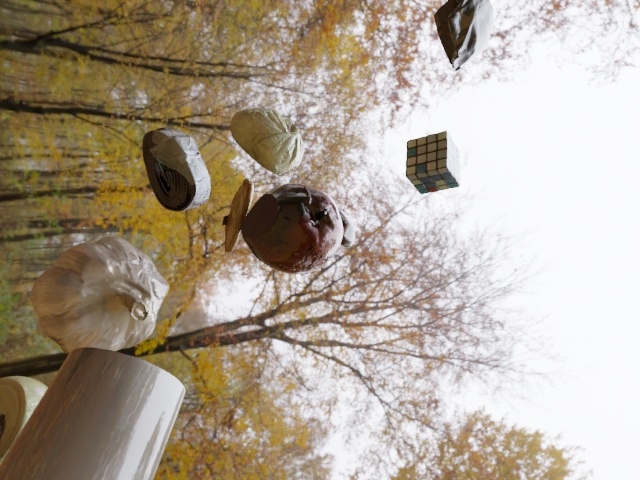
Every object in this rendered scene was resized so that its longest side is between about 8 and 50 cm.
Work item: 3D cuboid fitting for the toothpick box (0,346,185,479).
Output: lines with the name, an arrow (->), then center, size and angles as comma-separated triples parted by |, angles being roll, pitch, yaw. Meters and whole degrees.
toothpick box -> -0.188, 0.188, 0.328 | 0.111, 0.111, 0.181 | -43, -155, 46

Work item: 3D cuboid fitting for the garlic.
garlic -> -0.341, 0.097, 0.728 | 0.212, 0.218, 0.218 | -3, -90, 40

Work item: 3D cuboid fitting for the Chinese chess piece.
Chinese chess piece -> -0.720, 0.433, 0.967 | 0.250, 0.250, 0.101 | 50, -7, 39

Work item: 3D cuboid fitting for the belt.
belt -> -0.504, -0.245, 1.485 | 0.184, 0.164, 0.289 | -15, -82, 22

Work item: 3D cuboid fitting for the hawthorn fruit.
hawthorn fruit -> -0.085, -0.036, 1.296 | 0.316, 0.316, 0.316 | 6, -83, 53

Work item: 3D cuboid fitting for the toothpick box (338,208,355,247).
toothpick box -> 0.000, 0.000, 1.742 | 0.294, 0.192, 0.192 | -39, -122, 15

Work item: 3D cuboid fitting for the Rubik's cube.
Rubik's cube -> 0.404, -0.276, 1.544 | 0.154, 0.151, 0.155 | -9, -117, 32

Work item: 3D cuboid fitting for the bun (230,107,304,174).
bun -> -0.070, -0.149, 0.615 | 0.069, 0.115, 0.115 | -46, -127, 16

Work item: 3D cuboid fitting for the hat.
hat -> 0.513, -0.760, 1.358 | 0.381, 0.257, 0.366 | -37, -157, 29

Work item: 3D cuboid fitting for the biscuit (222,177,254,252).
biscuit -> -0.274, -0.084, 1.430 | 0.203, 0.041, 0.260 | -14, -119, 58
